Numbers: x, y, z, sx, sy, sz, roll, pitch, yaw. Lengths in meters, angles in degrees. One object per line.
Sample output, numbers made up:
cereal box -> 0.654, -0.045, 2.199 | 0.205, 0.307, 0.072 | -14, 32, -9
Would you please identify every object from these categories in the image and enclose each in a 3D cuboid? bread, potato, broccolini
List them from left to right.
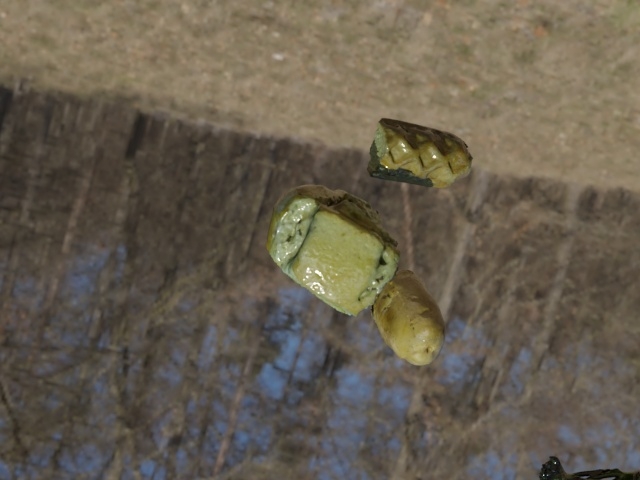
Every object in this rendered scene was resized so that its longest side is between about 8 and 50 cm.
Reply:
bread -> -0.003, -0.002, 1.036 | 0.110, 0.103, 0.156 | 29, -174, -23
potato -> 0.118, 0.104, 1.511 | 0.080, 0.107, 0.170 | -11, -146, -15
bread -> 0.098, -0.084, 1.081 | 0.110, 0.060, 0.066 | 7, 179, -25
broccolini -> 0.307, 0.272, 1.015 | 0.272, 0.123, 0.062 | 13, 168, -30
